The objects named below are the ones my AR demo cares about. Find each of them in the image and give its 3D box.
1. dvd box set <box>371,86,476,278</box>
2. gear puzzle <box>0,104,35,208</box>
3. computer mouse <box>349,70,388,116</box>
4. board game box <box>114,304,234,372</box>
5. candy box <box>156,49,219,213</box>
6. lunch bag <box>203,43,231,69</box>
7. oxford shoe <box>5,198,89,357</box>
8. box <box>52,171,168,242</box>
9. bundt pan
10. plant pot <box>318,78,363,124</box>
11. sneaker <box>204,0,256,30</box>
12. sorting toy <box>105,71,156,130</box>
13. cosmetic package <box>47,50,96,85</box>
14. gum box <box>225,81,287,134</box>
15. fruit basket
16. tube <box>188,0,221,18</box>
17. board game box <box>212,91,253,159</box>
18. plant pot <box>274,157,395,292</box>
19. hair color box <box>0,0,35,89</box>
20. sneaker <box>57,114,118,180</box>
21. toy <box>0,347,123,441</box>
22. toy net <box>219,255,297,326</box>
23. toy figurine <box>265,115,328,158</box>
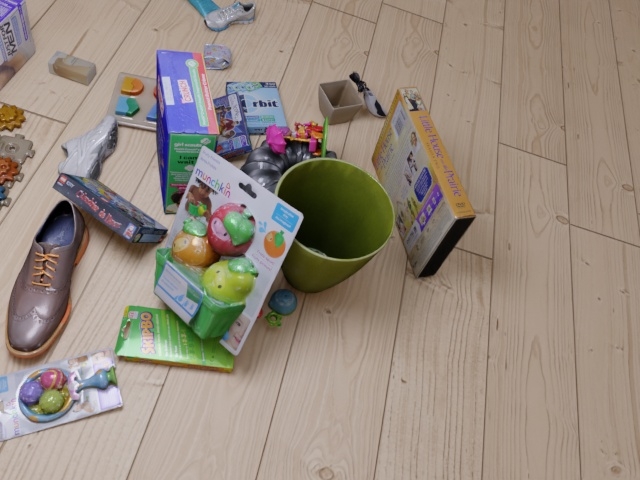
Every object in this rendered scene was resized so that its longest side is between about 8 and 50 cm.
[{"bbox_3d":[0.256,-0.150,1.533,0.062,0.307,0.420,-8,60,-16],"label":"dvd box set"},{"bbox_3d":[-0.824,-0.223,1.438,0.175,0.044,0.339,12,56,-8],"label":"gear puzzle"},{"bbox_3d":[0.152,-0.444,1.800,0.042,0.193,0.106,-38,45,11],"label":"computer mouse"},{"bbox_3d":[-0.322,0.222,1.301,0.259,0.039,0.124,11,55,-12],"label":"board game box"},{"bbox_3d":[-0.342,-0.262,1.431,0.122,0.317,0.268,-4,60,-18],"label":"candy box"},{"bbox_3d":[-0.323,-0.574,1.797,0.083,0.053,0.071,-2,56,-5],"label":"lunch bag"},{"bbox_3d":[-0.609,0.073,1.256,0.130,0.133,0.363,7,57,-11],"label":"oxford shoe"},{"bbox_3d":[-0.497,-0.074,1.372,0.233,0.159,0.044,34,95,8],"label":"box"},{"bbox_3d":[-0.067,-0.158,1.561,0.331,0.124,0.331,7,58,-11],"label":"bundt pan"},{"bbox_3d":[0.052,-0.421,1.776,0.109,0.096,0.109,-15,64,-24],"label":"plant pot"},{"bbox_3d":[-0.297,-0.755,1.895,0.191,0.083,0.071,-27,83,-26],"label":"sneaker"},{"bbox_3d":[-0.499,-0.401,1.646,0.193,0.038,0.208,9,56,-10],"label":"sorting toy"},{"bbox_3d":[-0.711,-0.494,1.644,0.115,0.041,0.060,17,55,-4],"label":"cosmetic package"},{"bbox_3d":[-0.195,-0.399,1.727,0.157,0.041,0.184,-4,59,-17],"label":"gum box"},{"bbox_3d":[-0.226,0.019,1.246,0.327,0.353,0.165,36,26,28],"label":"fruit basket"},{"bbox_3d":[-0.422,-0.824,1.933,0.207,0.052,0.080,45,66,7],"label":"tube"},{"bbox_3d":[-0.277,-0.320,1.628,0.136,0.035,0.201,-16,62,3],"label":"board game box"},{"bbox_3d":[0.000,0.000,1.374,0.275,0.293,0.275,7,57,-11],"label":"plant pot"},{"bbox_3d":[-0.894,-0.483,1.499,0.110,0.185,0.339,22,56,-3],"label":"hair color box"},{"bbox_3d":[-0.608,-0.249,1.492,0.115,0.090,0.232,16,55,-1],"label":"sneaker"},{"bbox_3d":[-0.541,0.304,1.176,0.237,0.056,0.137,-11,61,-21],"label":"toy"},{"bbox_3d":[-0.171,0.120,1.405,0.232,0.045,0.122,32,58,8],"label":"toy net"},{"bbox_3d":[-0.063,-0.276,1.508,0.159,0.130,0.173,5,35,-1],"label":"toy figurine"}]
